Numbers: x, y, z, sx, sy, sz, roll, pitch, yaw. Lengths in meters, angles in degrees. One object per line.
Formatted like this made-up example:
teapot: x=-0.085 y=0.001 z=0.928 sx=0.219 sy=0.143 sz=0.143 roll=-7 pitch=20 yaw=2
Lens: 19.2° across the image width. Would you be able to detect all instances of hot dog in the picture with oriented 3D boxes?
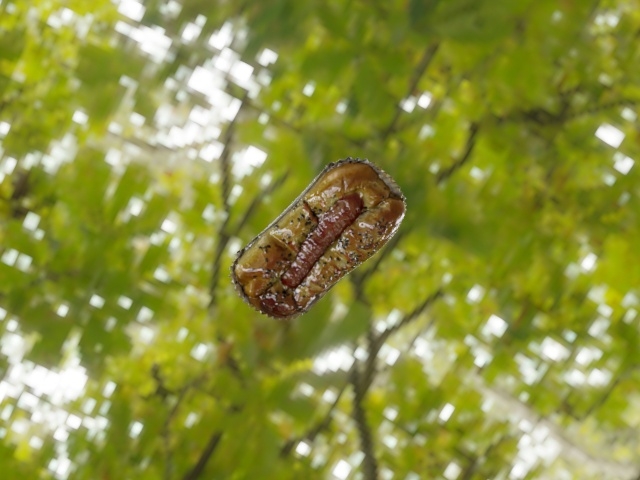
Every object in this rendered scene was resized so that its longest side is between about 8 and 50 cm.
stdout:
hot dog: x=0.000 y=0.000 z=1.854 sx=0.108 sy=0.191 sz=0.059 roll=42 pitch=-169 yaw=-27
